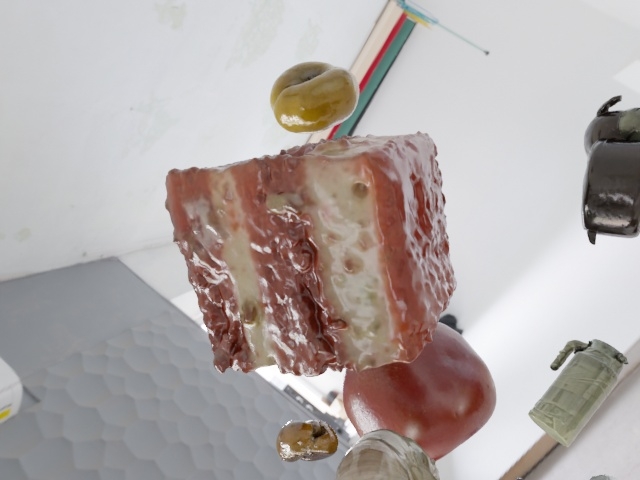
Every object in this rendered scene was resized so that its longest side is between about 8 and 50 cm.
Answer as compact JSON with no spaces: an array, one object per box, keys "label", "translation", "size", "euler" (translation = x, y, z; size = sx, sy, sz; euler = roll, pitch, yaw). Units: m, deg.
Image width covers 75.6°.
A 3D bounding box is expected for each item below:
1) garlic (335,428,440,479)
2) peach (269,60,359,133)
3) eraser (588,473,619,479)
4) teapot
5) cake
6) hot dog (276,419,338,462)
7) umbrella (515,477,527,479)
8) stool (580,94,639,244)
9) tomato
[{"label":"garlic","translation":[0.074,0.401,0.605],"size":[0.212,0.219,0.218],"euler":[-32,1,24]},{"label":"peach","translation":[-0.014,-0.276,0.792],"size":[0.179,0.179,0.103],"euler":[-49,-42,-30]},{"label":"eraser","translation":[0.491,0.443,0.426],"size":[0.213,0.396,0.082],"euler":[-23,-43,-54]},{"label":"teapot","translation":[0.484,0.279,0.795],"size":[0.200,0.077,0.107],"euler":[-46,28,-8]},{"label":"cake","translation":[0.000,0.000,0.564],"size":[0.270,0.319,0.270],"euler":[-34,-66,-61]},{"label":"hot dog","translation":[-0.024,0.310,0.641],"size":[0.140,0.089,0.060],"euler":[111,162,-50]},{"label":"umbrella","translation":[0.703,0.810,1.221],"size":[0.122,0.272,0.110],"euler":[-28,-42,-64]},{"label":"stool","translation":[0.405,-0.091,0.534],"size":[0.125,0.121,0.217],"euler":[39,-115,-46]},{"label":"tomato","translation":[0.218,0.338,0.936],"size":[0.324,0.293,0.290],"euler":[-9,-43,-26]}]
